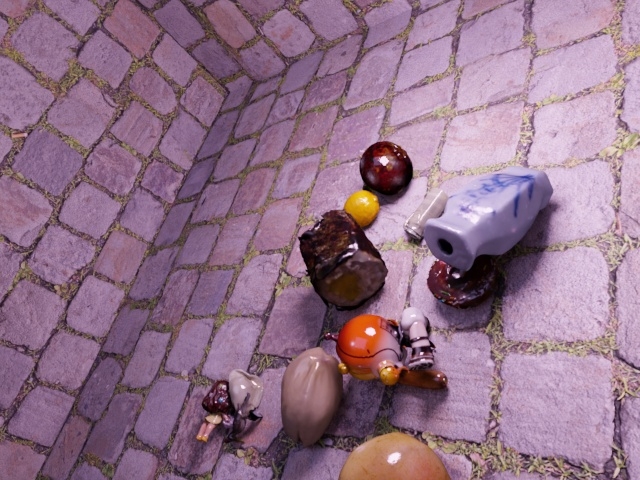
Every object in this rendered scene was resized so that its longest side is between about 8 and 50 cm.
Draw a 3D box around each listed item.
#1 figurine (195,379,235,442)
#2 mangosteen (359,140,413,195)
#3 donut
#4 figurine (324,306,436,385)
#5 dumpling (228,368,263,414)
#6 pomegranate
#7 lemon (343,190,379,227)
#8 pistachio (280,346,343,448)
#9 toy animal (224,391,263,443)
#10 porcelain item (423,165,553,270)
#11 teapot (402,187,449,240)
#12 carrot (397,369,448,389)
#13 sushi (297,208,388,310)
[{"bbox_3d":[-0.415,0.680,1.878,0.174,0.115,0.240,-11,53,39],"label":"figurine"},{"bbox_3d":[0.254,-0.274,1.962,0.289,0.231,0.231,127,154,-48],"label":"mangosteen"},{"bbox_3d":[0.463,0.116,1.521,0.235,0.089,0.235,-25,45,28],"label":"donut"},{"bbox_3d":[0.188,0.325,1.490,0.323,0.196,0.320,-20,15,14],"label":"figurine"},{"bbox_3d":[-0.291,0.585,1.858,0.134,0.100,0.169,-20,46,-1],"label":"dumpling"},{"bbox_3d":[0.200,0.647,1.195,0.319,0.319,0.319,-25,45,27],"label":"pomegranate"},{"bbox_3d":[0.166,-0.128,1.963,0.187,0.142,0.142,-47,36,31],"label":"lemon"},{"bbox_3d":[-0.036,0.526,1.587,0.226,0.207,0.332,108,173,-78],"label":"pistachio"},{"bbox_3d":[-0.300,0.687,1.782,0.105,0.070,0.202,34,93,23],"label":"toy animal"},{"bbox_3d":[0.524,-0.079,1.463,0.405,0.179,0.242,-31,33,-22],"label":"porcelain item"},{"bbox_3d":[0.389,-0.102,1.779,0.200,0.077,0.107,-53,35,-4],"label":"teapot"},{"bbox_3d":[0.285,0.426,1.469,0.247,0.059,0.059,-8,54,44],"label":"carrot"},{"bbox_3d":[0.080,0.082,1.760,0.281,0.300,0.294,-25,42,-6],"label":"sushi"}]
